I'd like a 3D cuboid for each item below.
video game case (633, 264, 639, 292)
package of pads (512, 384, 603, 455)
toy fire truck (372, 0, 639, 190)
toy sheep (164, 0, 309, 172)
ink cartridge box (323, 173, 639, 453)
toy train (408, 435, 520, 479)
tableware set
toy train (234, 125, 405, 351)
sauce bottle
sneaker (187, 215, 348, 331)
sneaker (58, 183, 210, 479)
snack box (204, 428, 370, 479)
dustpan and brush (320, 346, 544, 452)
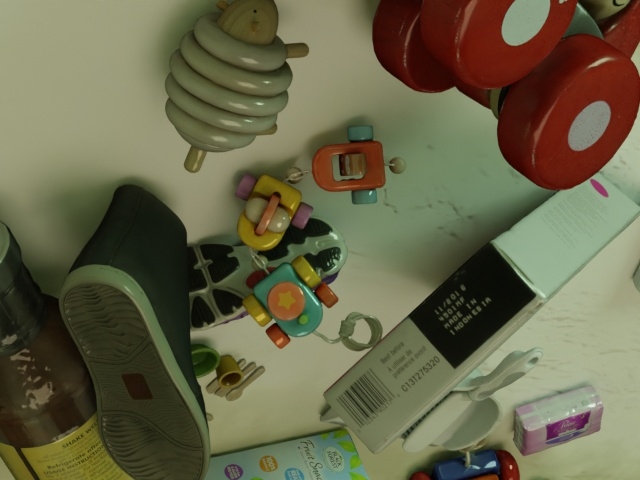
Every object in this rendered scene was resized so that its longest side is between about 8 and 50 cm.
[{"bbox_3d":[0.382,-0.034,1.571,0.183,0.023,0.201,-6,139,-22],"label":"video game case"},{"bbox_3d":[0.222,0.169,1.717,0.083,0.032,0.050,-17,143,-10],"label":"package of pads"},{"bbox_3d":[0.148,-0.197,1.157,0.254,0.169,0.302,-46,142,-2],"label":"toy fire truck"},{"bbox_3d":[-0.060,-0.102,1.201,0.091,0.091,0.132,5,115,-33],"label":"toy sheep"},{"bbox_3d":[0.142,0.038,1.400,0.176,0.069,0.371,-45,171,24],"label":"ink cartridge box"},{"bbox_3d":[0.154,0.263,1.700,0.105,0.143,0.248,-13,141,-15],"label":"toy train"},{"bbox_3d":[-0.122,0.143,1.507,0.154,0.024,0.104,-41,139,21],"label":"tableware set"},{"bbox_3d":[0.000,0.000,1.320,0.125,0.166,0.046,0,-177,-1],"label":"toy train"},{"bbox_3d":[-0.200,0.117,1.356,0.111,0.111,0.344,-22,138,-3],"label":"sauce bottle"},{"bbox_3d":[-0.059,0.039,1.387,0.169,0.068,0.071,-14,154,-8],"label":"sneaker"},{"bbox_3d":[-0.115,0.073,1.313,0.083,0.118,0.222,0,130,15],"label":"sneaker"},{"bbox_3d":[-0.070,0.264,1.640,0.207,0.070,0.174,-9,139,-18],"label":"snack box"},{"bbox_3d":[0.116,0.133,1.567,0.147,0.060,0.211,16,133,-33],"label":"dustpan and brush"}]
